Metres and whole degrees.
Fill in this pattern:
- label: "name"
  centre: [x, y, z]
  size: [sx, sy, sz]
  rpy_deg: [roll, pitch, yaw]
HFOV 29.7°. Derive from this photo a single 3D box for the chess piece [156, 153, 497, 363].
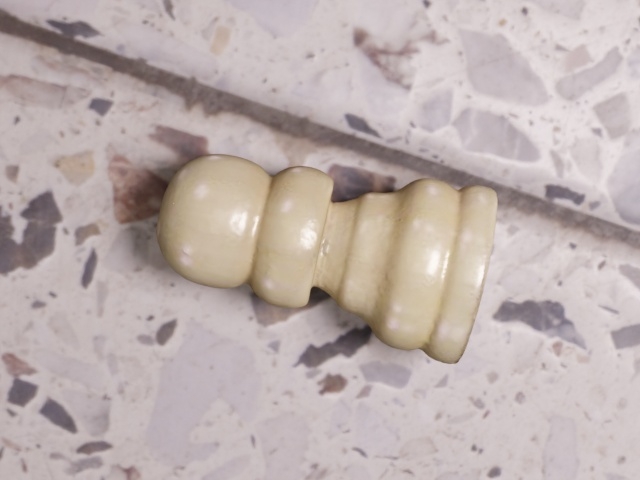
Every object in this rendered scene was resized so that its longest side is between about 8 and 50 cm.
- label: "chess piece"
  centre: [0.000, 0.000, 1.107]
  size: [0.300, 0.167, 0.167]
  rpy_deg: [13, 94, -1]
